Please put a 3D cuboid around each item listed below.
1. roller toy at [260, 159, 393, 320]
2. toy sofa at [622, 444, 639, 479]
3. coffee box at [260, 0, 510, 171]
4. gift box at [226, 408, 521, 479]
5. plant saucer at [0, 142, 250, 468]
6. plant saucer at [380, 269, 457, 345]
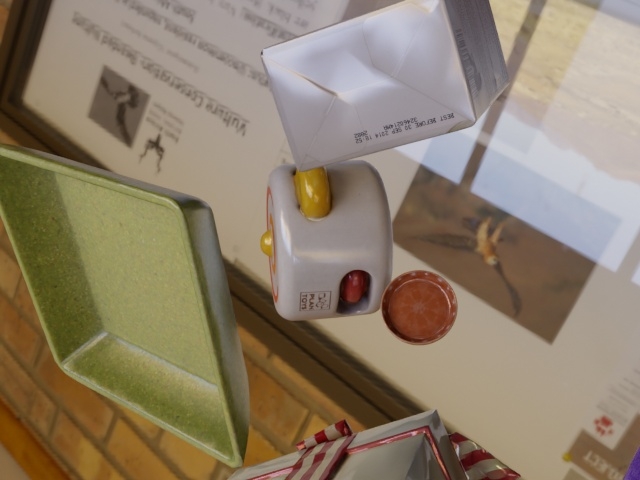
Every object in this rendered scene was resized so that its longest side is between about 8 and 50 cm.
[{"bbox_3d":[0.000,0.000,0.907,0.146,0.191,0.209,-4,-177,-8],"label":"roller toy"},{"bbox_3d":[0.456,0.316,0.909,0.177,0.363,0.150,26,-148,26],"label":"toy sofa"},{"bbox_3d":[0.083,-0.174,0.752,0.168,0.119,0.297,-13,-167,22],"label":"coffee box"},{"bbox_3d":[0.045,0.308,0.620,0.276,0.255,0.258,-18,-176,19],"label":"gift box"},{"bbox_3d":[-0.118,0.030,0.468,0.188,0.188,0.045,17,-142,34],"label":"plant saucer"},{"bbox_3d":[0.108,0.074,0.814,0.083,0.083,0.013,30,168,19],"label":"plant saucer"}]
